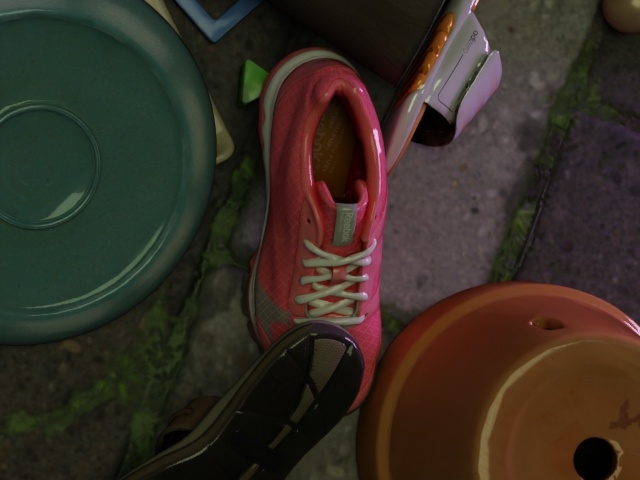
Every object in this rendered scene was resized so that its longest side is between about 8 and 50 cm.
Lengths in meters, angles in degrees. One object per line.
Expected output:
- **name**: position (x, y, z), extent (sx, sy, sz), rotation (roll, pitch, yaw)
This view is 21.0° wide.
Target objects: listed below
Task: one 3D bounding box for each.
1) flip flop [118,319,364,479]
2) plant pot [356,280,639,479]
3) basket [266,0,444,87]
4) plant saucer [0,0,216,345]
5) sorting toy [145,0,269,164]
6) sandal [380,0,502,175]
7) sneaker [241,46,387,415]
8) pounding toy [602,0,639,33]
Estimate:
- **flip flop**: position (-0.080, 0.163, 1.426), extent (0.277, 0.080, 0.112), rotation (-46, 121, 8)
- **plant pot**: position (0.191, 0.175, 1.428), extent (0.290, 0.203, 0.291), rotation (1, 87, -11)
- **basket**: position (0.002, -0.255, 1.439), extent (0.227, 0.154, 0.204), rotation (27, 42, -3)
- **plant saucer**: position (-0.229, -0.062, 1.385), extent (0.317, 0.043, 0.318), rotation (-5, 105, -20)
- **sorting toy**: position (-0.190, -0.120, 1.446), extent (0.347, 0.047, 0.196), rotation (-28, 92, -12)
- **sandal**: position (0.128, -0.164, 1.487), extent (0.076, 0.102, 0.265), rotation (27, 80, -6)
- **sneaker**: position (-0.001, 0.000, 1.422), extent (0.116, 0.136, 0.314), rotation (-4, 98, -11)
- **pounding toy**: position (0.376, -0.263, 1.540), extent (0.236, 0.110, 0.183), rotation (3, 86, -12)
